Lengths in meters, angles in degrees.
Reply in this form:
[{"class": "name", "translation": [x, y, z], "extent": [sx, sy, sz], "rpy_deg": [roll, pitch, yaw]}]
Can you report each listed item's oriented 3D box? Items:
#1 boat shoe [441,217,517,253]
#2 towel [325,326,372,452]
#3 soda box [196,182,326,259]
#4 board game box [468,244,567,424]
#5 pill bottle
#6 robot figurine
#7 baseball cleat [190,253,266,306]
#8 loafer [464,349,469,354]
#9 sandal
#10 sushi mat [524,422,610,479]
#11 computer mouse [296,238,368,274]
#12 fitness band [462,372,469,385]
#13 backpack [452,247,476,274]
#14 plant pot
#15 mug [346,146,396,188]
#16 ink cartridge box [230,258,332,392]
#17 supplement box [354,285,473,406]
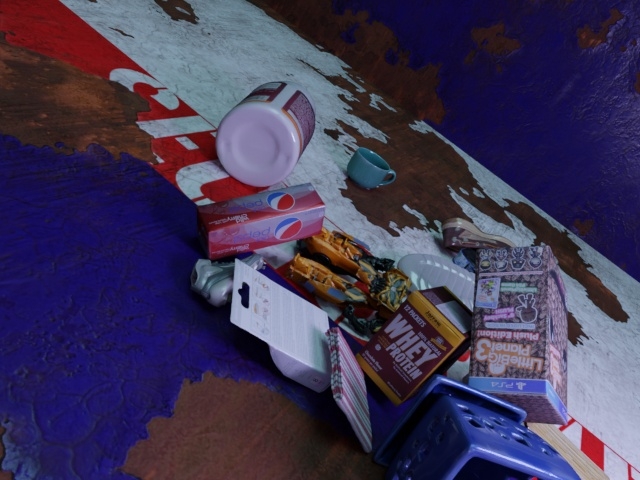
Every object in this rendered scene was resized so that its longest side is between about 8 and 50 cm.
[{"class": "boat shoe", "translation": [0.539, 0.041, 2.070], "extent": [0.342, 0.123, 0.123], "rpy_deg": [26, 56, -29]}, {"class": "towel", "translation": [0.051, 0.266, 1.116], "extent": [0.197, 0.029, 0.144], "rpy_deg": [-93, 158, -59]}, {"class": "soda box", "translation": [-0.125, -0.042, 1.312], "extent": [0.263, 0.092, 0.083], "rpy_deg": [-15, 50, -22]}, {"class": "board game box", "translation": [0.398, 0.190, 1.225], "extent": [0.232, 0.141, 0.291], "rpy_deg": [43, 50, -51]}, {"class": "pill bottle", "translation": [-0.135, -0.318, 1.741], "extent": [0.224, 0.224, 0.392], "rpy_deg": [32, 26, -6]}, {"class": "robot figurine", "translation": [0.077, 0.087, 1.396], "extent": [0.291, 0.085, 0.211], "rpy_deg": [28, 55, -2]}, {"class": "baseball cleat", "translation": [-0.185, 0.057, 1.220], "extent": [0.109, 0.072, 0.206], "rpy_deg": [30, 22, 6]}, {"class": "loafer", "translation": [0.318, 0.244, 1.507], "extent": [0.148, 0.050, 0.056], "rpy_deg": [12, 34, -38]}, {"class": "sandal", "translation": [0.390, 0.163, 1.681], "extent": [0.416, 0.102, 0.169], "rpy_deg": [20, 43, -7]}, {"class": "sushi mat", "translation": [0.534, 0.468, 1.330], "extent": [0.316, 0.019, 0.151], "rpy_deg": [44, 26, -10]}, {"class": "computer mouse", "translation": [0.000, 0.000, 1.539], "extent": [0.262, 0.060, 0.184], "rpy_deg": [21, 38, -4]}, {"class": "fitness band", "translation": [0.418, 0.388, 1.377], "extent": [0.209, 0.054, 0.291], "rpy_deg": [31, 27, -7]}, {"class": "backpack", "translation": [0.460, 0.085, 1.906], "extent": [0.105, 0.084, 0.114], "rpy_deg": [-3, 49, -52]}, {"class": "plant pot", "translation": [0.233, 0.370, 1.003], "extent": [0.236, 0.236, 0.212], "rpy_deg": [24, 21, -20]}, {"class": "mug", "translation": [0.164, -0.228, 2.082], "extent": [0.157, 0.097, 0.129], "rpy_deg": [38, 26, 7]}, {"class": "ink cartridge box", "translation": [-0.080, 0.158, 1.153], "extent": [0.232, 0.066, 0.189], "rpy_deg": [29, 27, -22]}, {"class": "supplement box", "translation": [0.206, 0.207, 1.254], "extent": [0.129, 0.191, 0.194], "rpy_deg": [46, 20, 22]}]
